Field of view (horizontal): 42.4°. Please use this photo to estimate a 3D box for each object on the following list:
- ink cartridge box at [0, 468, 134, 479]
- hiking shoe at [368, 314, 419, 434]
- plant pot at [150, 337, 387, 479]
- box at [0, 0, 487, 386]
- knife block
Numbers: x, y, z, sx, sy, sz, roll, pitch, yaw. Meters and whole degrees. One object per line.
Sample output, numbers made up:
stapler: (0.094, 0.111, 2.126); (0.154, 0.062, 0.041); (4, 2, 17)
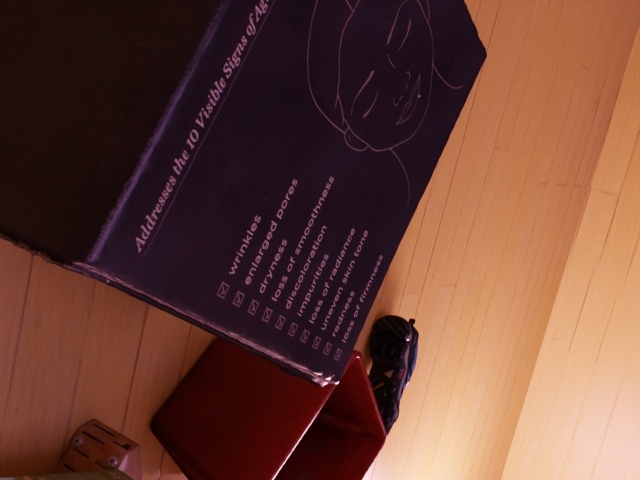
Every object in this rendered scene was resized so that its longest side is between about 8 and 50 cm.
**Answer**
ink cartridge box: (-0.333, 0.347, 0.913); (0.235, 0.056, 0.171); (9, 91, -38)
hiking shoe: (0.143, 0.309, 1.722); (0.132, 0.113, 0.304); (20, 90, -60)
plant pot: (-0.086, 0.289, 1.211); (0.267, 0.235, 0.267); (-53, 147, -28)
box: (-0.089, -0.151, 0.881); (0.480, 0.297, 0.472); (-64, 151, -9)
knife block: (-0.286, 0.402, 1.097); (0.276, 0.088, 0.242); (-62, 150, -14)
